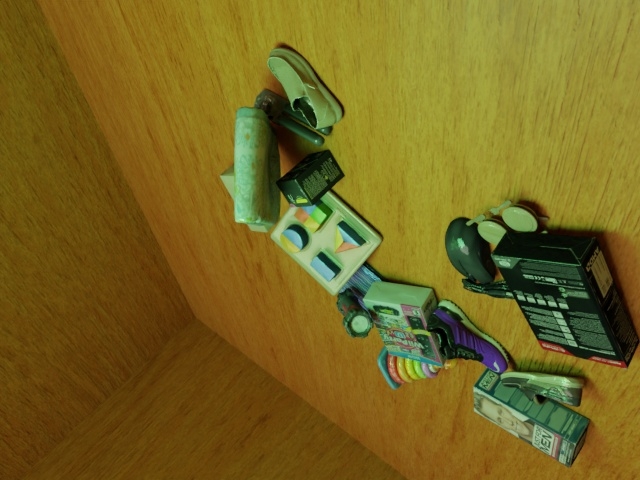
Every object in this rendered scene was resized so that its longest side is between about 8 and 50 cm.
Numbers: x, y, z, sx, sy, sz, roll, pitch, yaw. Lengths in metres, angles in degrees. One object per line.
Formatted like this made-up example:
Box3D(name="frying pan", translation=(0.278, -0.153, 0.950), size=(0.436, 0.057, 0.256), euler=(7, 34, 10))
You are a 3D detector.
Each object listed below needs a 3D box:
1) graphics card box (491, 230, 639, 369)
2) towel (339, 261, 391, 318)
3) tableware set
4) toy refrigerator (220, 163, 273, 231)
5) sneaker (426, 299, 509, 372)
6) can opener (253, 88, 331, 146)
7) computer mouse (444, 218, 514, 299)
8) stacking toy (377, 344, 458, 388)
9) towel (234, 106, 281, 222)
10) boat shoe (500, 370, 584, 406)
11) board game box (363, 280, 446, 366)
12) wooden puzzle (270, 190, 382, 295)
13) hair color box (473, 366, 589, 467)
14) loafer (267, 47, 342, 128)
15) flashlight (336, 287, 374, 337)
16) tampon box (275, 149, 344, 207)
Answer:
Box3D(name="graphics card box", translation=(0.590, 0.142, 1.400), size=(0.232, 0.094, 0.371), euler=(7, 141, 53))
Box3D(name="towel", translation=(0.147, 0.177, 2.190), size=(0.243, 0.040, 0.336), euler=(41, 153, 12))
Box3D(name="tableware set", translation=(0.462, -0.042, 1.424), size=(0.128, 0.039, 0.194), euler=(40, 156, -4))
Box3D(name="toy refrigerator", translation=(-0.269, -0.167, 2.256), size=(0.102, 0.094, 0.270), euler=(6, 135, 43))
Box3D(name="sneaker", translation=(0.454, 0.340, 1.850), size=(0.293, 0.146, 0.102), euler=(42, 154, 8))
Box3D(name="can opener", translation=(-0.084, -0.366, 1.754), size=(0.283, 0.076, 0.095), euler=(33, -177, 23))
Box3D(name="computer mouse", translation=(0.418, 0.063, 1.598), size=(0.188, 0.072, 0.272), euler=(8, 135, 52))
Box3D(name="stacking toy", translation=(0.380, 0.448, 2.142), size=(0.301, 0.175, 0.166), euler=(-13, 115, 44))
Box3D(name="towel", translation=(-0.184, -0.207, 1.754), size=(0.374, 0.090, 0.321), euler=(7, -98, -84))
Box3D(name="boat shoe", translation=(0.653, 0.444, 1.737), size=(0.102, 0.093, 0.285), euler=(16, 164, -29))
Box3D(name="board game box", translation=(0.305, 0.286, 2.001), size=(0.224, 0.097, 0.303), euler=(6, 137, 38))
Box3D(name="wooden puzzle", translation=(0.000, 0.000, 1.989), size=(0.322, 0.080, 0.348), euler=(42, 130, 7))
Box3D(name="hair color box", translation=(0.677, 0.572, 1.899), size=(0.347, 0.105, 0.174), euler=(26, 147, 35))
Box3D(name="loafer", translation=(-0.055, -0.414, 1.593), size=(0.268, 0.092, 0.102), euler=(46, 154, 1))
Box3D(name="flashlight", translation=(0.112, 0.261, 2.081), size=(0.103, 0.103, 0.304), euler=(59, 177, -10))
Box3D(name="tampon box", translation=(-0.032, -0.188, 1.799), size=(0.120, 0.161, 0.101), euler=(1, 130, 56))
